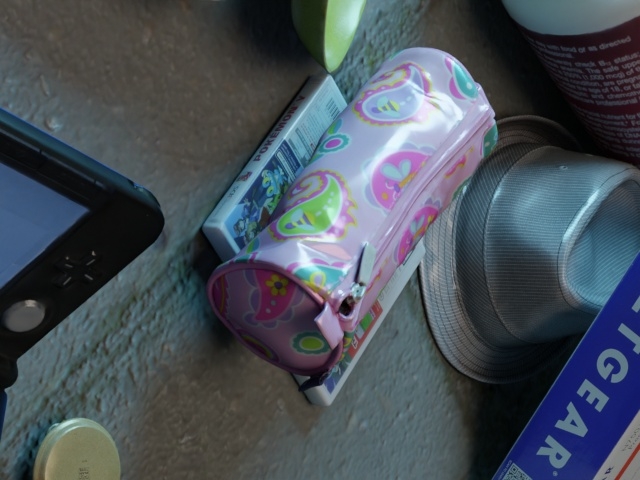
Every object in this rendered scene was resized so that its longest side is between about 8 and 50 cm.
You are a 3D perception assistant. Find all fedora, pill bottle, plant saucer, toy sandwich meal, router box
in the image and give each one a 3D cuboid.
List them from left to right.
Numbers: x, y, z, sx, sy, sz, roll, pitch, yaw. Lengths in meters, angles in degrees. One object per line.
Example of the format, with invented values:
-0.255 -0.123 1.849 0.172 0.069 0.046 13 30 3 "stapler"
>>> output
-0.172 0.163 1.286 0.086 0.029 0.085 3 86 -47 "toy sandwich meal"
0.019 -0.250 1.425 0.241 0.037 0.241 13 90 -83 "plant saucer"
0.219 0.007 1.682 0.275 0.124 0.243 -16 103 -50 "fedora"
0.297 -0.220 1.692 0.392 0.224 0.224 49 55 -39 "pill bottle"
0.334 0.111 1.708 0.301 0.082 0.335 -4 129 -54 "router box"

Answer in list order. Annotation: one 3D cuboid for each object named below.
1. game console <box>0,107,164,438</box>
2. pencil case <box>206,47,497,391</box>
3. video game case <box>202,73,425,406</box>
-0.245 0.057 1.074 0.293 0.250 0.173 30 28 -48 "game console"
0.032 -0.023 1.420 0.284 0.124 0.124 -53 129 -37 "pencil case"
0.000 0.000 1.495 0.183 0.023 0.201 -56 132 -34 "video game case"
